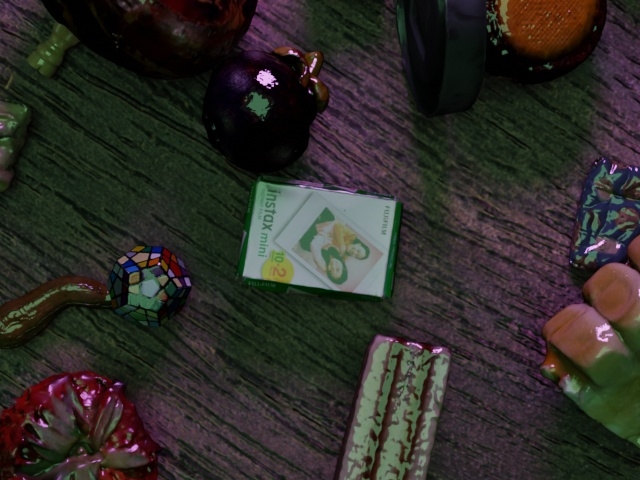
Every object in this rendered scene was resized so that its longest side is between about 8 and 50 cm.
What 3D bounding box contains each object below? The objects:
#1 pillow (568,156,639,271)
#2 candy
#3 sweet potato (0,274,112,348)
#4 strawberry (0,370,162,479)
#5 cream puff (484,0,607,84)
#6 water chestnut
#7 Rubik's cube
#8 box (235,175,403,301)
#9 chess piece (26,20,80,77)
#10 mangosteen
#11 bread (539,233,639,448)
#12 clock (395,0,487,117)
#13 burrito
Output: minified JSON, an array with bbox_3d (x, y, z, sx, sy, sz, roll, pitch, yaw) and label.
[{"bbox_3d":[0.535,-0.018,1.526,0.256,0.034,0.188,15,92,4],"label":"pillow"},{"bbox_3d":[0.103,0.302,1.463,0.135,0.179,0.320,12,89,2],"label":"candy"},{"bbox_3d":[-0.436,0.107,1.552,0.233,0.062,0.081,-22,103,-2],"label":"sweet potato"},{"bbox_3d":[-0.393,0.341,1.482,0.261,0.258,0.261,6,76,-24],"label":"strawberry"},{"bbox_3d":[0.318,-0.357,1.470,0.239,0.165,0.239,-2,97,-14],"label":"cream puff"},{"bbox_3d":[-0.230,-0.415,1.428,0.347,0.335,0.335,-27,87,35],"label":"water chestnut"},{"bbox_3d":[-0.272,0.072,1.513,0.112,0.133,0.133,37,90,15],"label":"Rubik's cube"},{"bbox_3d":[0.000,0.000,1.514,0.250,0.103,0.180,7,88,2],"label":"box"},{"bbox_3d":[-0.426,-0.328,1.563,0.066,0.066,0.122,42,96,3],"label":"chess piece"},{"bbox_3d":[-0.073,-0.213,1.488,0.230,0.194,0.194,-32,87,-17],"label":"mangosteen"},{"bbox_3d":[0.508,0.131,1.422,0.301,0.210,0.341,31,105,-22],"label":"bread"},{"bbox_3d":[0.172,-0.344,1.410,0.067,0.325,0.325,-7,88,-5],"label":"clock"},{"bbox_3d":[-0.645,-0.173,1.547,0.348,0.107,0.175,6,73,0],"label":"burrito"}]
